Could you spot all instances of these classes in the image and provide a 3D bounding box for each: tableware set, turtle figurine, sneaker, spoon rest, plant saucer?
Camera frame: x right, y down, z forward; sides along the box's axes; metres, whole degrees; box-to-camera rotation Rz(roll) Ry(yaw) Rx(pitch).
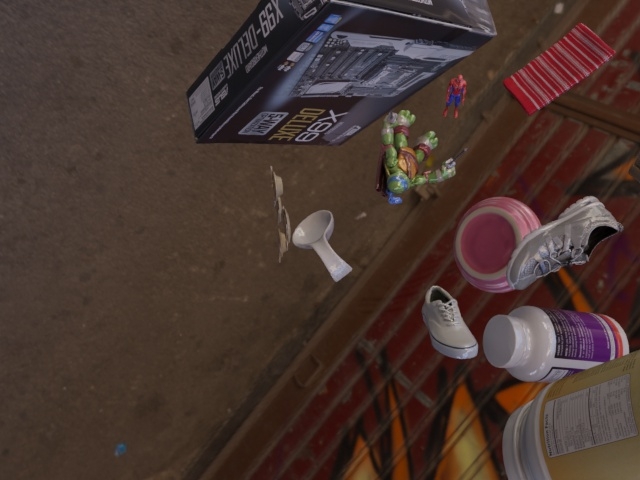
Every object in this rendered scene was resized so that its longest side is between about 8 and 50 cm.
[{"bbox_3d":[-0.077,-0.046,1.122,0.020,0.168,0.141,-6,151,-9],"label":"tableware set"},{"bbox_3d":[0.244,-0.239,1.470,0.266,0.198,0.274,-72,172,-55],"label":"turtle figurine"},{"bbox_3d":[0.538,0.017,1.339,0.281,0.115,0.105,-41,134,3],"label":"sneaker"},{"bbox_3d":[0.290,0.184,1.397,0.094,0.258,0.091,-8,109,-8],"label":"sneaker"},{"bbox_3d":[0.000,0.000,1.633,0.137,0.276,0.084,-38,126,3],"label":"spoon rest"},{"bbox_3d":[0.588,0.012,2.051,0.084,0.332,0.332,7,113,-45],"label":"plant saucer"}]

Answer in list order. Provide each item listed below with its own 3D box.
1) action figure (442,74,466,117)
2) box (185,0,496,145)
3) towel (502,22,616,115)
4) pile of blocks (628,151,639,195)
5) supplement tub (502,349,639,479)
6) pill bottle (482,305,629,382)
[{"bbox_3d":[0.274,-0.293,1.221,0.115,0.038,0.030,87,15,-60],"label":"action figure"},{"bbox_3d":[0.011,-0.211,0.726,0.243,0.076,0.307,-5,166,-38],"label":"box"},{"bbox_3d":[0.672,-0.491,1.723,0.275,0.198,0.031,-36,128,22],"label":"towel"},{"bbox_3d":[0.634,-0.096,1.023,0.362,0.149,0.112,-51,157,-57],"label":"pile of blocks"},{"bbox_3d":[0.423,0.271,0.796,0.228,0.228,0.316,-11,159,-37],"label":"supplement tub"},{"bbox_3d":[0.566,0.255,1.461,0.323,0.181,0.181,9,114,-20],"label":"pill bottle"}]
